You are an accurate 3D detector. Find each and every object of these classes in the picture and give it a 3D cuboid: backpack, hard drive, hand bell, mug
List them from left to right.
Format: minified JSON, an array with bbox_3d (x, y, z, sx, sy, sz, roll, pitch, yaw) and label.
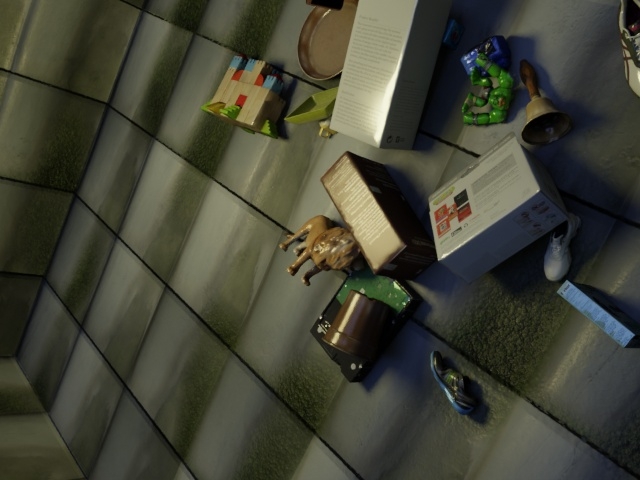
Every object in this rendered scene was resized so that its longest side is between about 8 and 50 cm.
[{"bbox_3d":[0.029,-0.389,2.130,0.062,0.064,0.078,-2,81,41],"label":"mug"},{"bbox_3d":[0.132,0.231,1.926,0.237,0.064,0.339,47,113,36],"label":"hard drive"},{"bbox_3d":[0.457,-0.502,1.751,0.120,0.098,0.101,-23,87,35],"label":"backpack"},{"bbox_3d":[0.561,-0.382,1.655,0.126,0.126,0.242,-30,51,34],"label":"hand bell"}]

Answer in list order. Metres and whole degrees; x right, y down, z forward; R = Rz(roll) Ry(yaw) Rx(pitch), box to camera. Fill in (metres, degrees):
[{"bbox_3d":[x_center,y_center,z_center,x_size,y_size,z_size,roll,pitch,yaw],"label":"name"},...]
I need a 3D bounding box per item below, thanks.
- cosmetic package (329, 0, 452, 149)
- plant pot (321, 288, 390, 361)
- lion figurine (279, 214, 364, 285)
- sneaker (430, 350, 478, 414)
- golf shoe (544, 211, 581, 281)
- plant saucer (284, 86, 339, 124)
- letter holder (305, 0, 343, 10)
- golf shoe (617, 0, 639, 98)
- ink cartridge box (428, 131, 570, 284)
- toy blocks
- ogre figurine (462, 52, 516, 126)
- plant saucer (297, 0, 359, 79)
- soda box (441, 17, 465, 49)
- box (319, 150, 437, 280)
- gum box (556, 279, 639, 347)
[{"bbox_3d":[0.202,-0.519,1.879,0.230,0.161,0.453,31,115,40],"label":"cosmetic package"},{"bbox_3d":[0.113,0.237,1.803,0.167,0.167,0.165,23,88,41],"label":"plant pot"},{"bbox_3d":[0.000,0.000,2.004,0.240,0.142,0.392,-44,33,9],"label":"lion figurine"},{"bbox_3d":[0.360,0.378,1.707,0.078,0.067,0.188,-35,56,7],"label":"sneaker"},{"bbox_3d":[0.581,0.014,1.555,0.069,0.086,0.176,15,93,40],"label":"golf shoe"},{"bbox_3d":[0.001,-0.450,2.125,0.188,0.188,0.045,-6,122,41],"label":"plant saucer"},{"bbox_3d":[0.074,-0.909,2.103,0.152,0.214,0.302,113,163,-50],"label":"letter holder"},{"bbox_3d":[0.746,-0.447,1.474,0.105,0.120,0.273,-20,71,36],"label":"golf shoe"},{"bbox_3d":[0.444,-0.088,1.637,0.309,0.130,0.272,-39,31,30],"label":"ink cartridge box"},{"bbox_3d":[-0.253,-0.552,2.356,0.381,0.191,0.261,25,88,42],"label":"toy blocks"},{"bbox_3d":[0.461,-0.399,1.717,0.118,0.097,0.197,19,105,22],"label":"ogre figurine"},{"bbox_3d":[0.046,-0.700,2.183,0.310,0.050,0.311,-8,78,40],"label":"plant saucer"},{"bbox_3d":[0.327,-0.644,1.912,0.210,0.067,0.071,33,104,39],"label":"soda box"},{"bbox_3d":[0.171,-0.074,1.862,0.143,0.191,0.381,-44,57,27],"label":"box"},{"bbox_3d":[0.643,0.167,1.424,0.184,0.157,0.041,48,114,36],"label":"gum box"}]
